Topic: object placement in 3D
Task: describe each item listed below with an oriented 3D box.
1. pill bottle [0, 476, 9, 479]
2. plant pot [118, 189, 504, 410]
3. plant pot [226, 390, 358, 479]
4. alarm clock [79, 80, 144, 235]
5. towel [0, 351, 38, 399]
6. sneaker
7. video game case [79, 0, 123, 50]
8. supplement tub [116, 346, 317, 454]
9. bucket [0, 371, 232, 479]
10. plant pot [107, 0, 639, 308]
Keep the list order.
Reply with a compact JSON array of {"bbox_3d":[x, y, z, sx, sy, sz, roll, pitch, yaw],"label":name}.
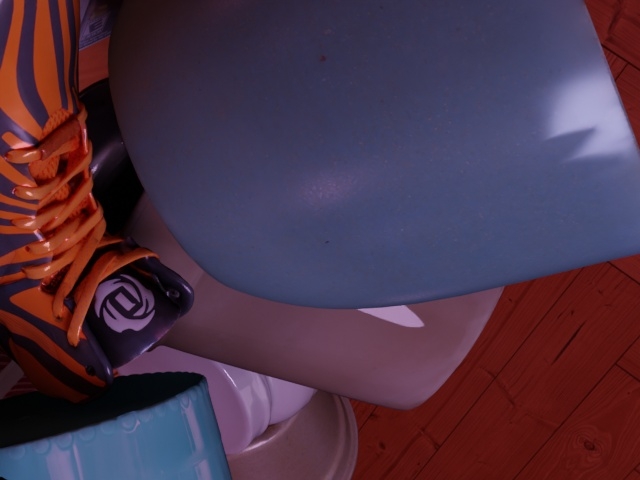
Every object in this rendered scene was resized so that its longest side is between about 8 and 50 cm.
[{"bbox_3d":[-0.237,0.091,0.422,0.123,0.219,0.123,-51,170,-13],"label":"pill bottle"},{"bbox_3d":[0.000,0.000,0.808,0.323,0.280,0.323,-58,-176,7],"label":"plant pot"},{"bbox_3d":[-0.116,0.256,1.396,0.334,0.334,0.305,-49,158,-21],"label":"plant pot"},{"bbox_3d":[-0.170,-0.046,0.735,0.129,0.064,0.192,-48,172,-30],"label":"alarm clock"},{"bbox_3d":[-0.329,0.164,0.741,0.237,0.037,0.329,-48,170,-6],"label":"towel"},{"bbox_3d":[-0.148,-0.023,0.553,0.124,0.180,0.321,-44,167,-38],"label":"sneaker"},{"bbox_3d":[-0.069,-0.199,0.573,0.190,0.022,0.173,-37,178,-33],"label":"video game case"},{"bbox_3d":[-0.062,0.061,1.072,0.325,0.235,0.235,-45,167,-38],"label":"supplement tub"},{"bbox_3d":[-0.176,0.200,0.600,0.281,0.183,0.281,-11,180,0],"label":"bucket"},{"bbox_3d":[0.028,-0.094,0.527,0.235,0.293,0.293,-21,180,18],"label":"plant pot"}]
